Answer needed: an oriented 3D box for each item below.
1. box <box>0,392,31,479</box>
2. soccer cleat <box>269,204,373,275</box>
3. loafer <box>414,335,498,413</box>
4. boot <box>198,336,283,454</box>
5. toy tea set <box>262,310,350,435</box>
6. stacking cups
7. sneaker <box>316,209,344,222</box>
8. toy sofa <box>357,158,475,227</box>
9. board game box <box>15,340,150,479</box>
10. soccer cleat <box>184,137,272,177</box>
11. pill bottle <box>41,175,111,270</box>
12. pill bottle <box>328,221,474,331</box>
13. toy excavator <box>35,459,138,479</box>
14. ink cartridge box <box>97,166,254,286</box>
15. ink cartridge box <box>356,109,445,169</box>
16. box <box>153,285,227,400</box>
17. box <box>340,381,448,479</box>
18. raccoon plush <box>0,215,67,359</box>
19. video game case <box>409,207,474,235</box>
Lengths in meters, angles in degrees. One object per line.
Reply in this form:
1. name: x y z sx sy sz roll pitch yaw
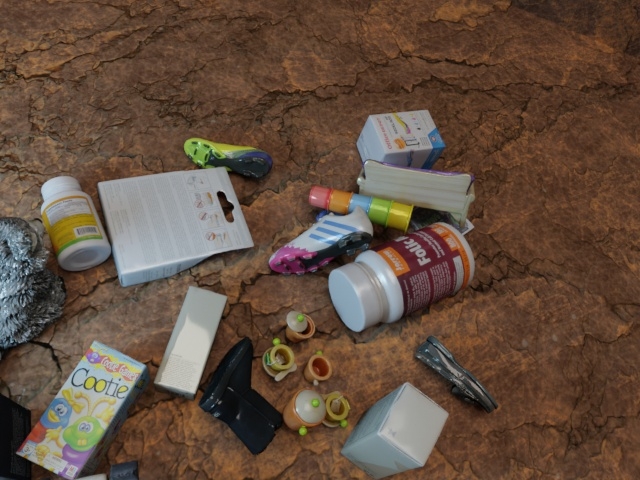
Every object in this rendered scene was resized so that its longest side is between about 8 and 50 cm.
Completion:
1. box: -0.787 0.435 1.036 0.296 0.294 0.183 -8 64 -17
2. soccer cleat: 0.000 0.000 1.515 0.331 0.116 0.143 -19 53 18
3. loafer: 0.386 0.399 1.480 0.084 0.096 0.267 -40 69 -8
4. boot: -0.182 0.398 1.322 0.207 0.094 0.246 46 33 -15
5. toy tea set: -0.033 0.340 1.351 0.200 0.124 0.336 -7 62 -38
6. stacking cups: 0.124 -0.110 1.583 0.316 0.096 0.096 18 59 9
7. sneaker: 0.023 -0.044 1.635 0.087 0.083 0.221 15 53 10
8. toy sofa: 0.302 -0.173 1.636 0.362 0.177 0.150 9 28 10
9. board game box: -0.541 0.403 1.202 0.142 0.144 0.275 26 58 1
10. soccer cleat: -0.299 -0.275 1.682 0.289 0.093 0.121 14 29 -2
11. pill bottle: -0.685 -0.051 1.418 0.136 0.136 0.246 -20 68 -23
12. pill bottle: 0.236 0.106 1.511 0.392 0.224 0.224 -21 69 -24
13. toy excavator: -0.449 0.733 0.975 0.222 0.433 0.445 -3 35 -20
14. ink cartridge box: -0.429 -0.056 1.525 0.385 0.091 0.308 -12 65 -26
15. ink cartridge box: 0.274 -0.332 1.792 0.232 0.168 0.171 -10 65 -19
16. box: -0.339 0.269 1.355 0.113 0.094 0.275 18 59 -4
17. box: 0.169 0.471 1.245 0.121 0.311 0.148 36 60 6
18. raccoon plush: -0.749 0.154 1.195 0.216 0.299 0.446 6 61 -11
19. video game case: 0.410 -0.065 1.766 0.190 0.022 0.173 -31 73 -26
